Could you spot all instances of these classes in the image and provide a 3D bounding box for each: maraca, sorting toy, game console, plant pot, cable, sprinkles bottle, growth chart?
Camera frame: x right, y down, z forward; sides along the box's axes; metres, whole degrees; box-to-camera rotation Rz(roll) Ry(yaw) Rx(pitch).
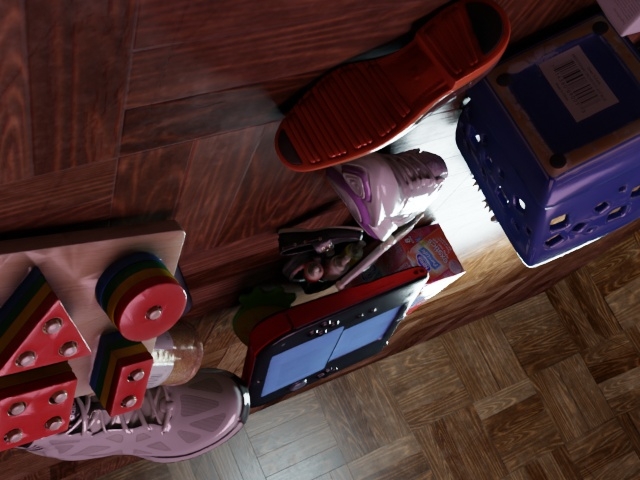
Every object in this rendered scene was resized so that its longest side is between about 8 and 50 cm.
[{"bbox_3d":[-0.103,0.146,1.444,0.127,0.099,0.185,-3,139,-11],"label":"maraca"},{"bbox_3d":[-0.283,0.116,0.888,0.257,0.089,0.255,-10,132,-42],"label":"sorting toy"},{"bbox_3d":[0.015,0.195,1.447,0.342,0.060,0.386,-16,156,-19],"label":"game console"},{"bbox_3d":[0.319,-0.138,0.976,0.236,0.236,0.212,-26,157,2],"label":"plant pot"},{"bbox_3d":[-0.007,0.073,1.392,0.139,0.072,0.287,-24,163,-17],"label":"cable"},{"bbox_3d":[-0.321,0.176,1.162,0.121,0.121,0.355,-31,163,17],"label":"sprinkles bottle"},{"bbox_3d":[0.114,0.011,1.345,0.172,0.021,0.237,-44,176,26],"label":"growth chart"}]

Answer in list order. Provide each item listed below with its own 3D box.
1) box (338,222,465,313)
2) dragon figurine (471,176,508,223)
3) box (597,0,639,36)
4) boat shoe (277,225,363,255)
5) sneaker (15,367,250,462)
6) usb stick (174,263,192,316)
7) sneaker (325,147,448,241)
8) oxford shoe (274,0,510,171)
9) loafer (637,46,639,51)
[{"bbox_3d":[0.163,0.082,1.590,0.128,0.122,0.257,-15,160,-35],"label":"box"},{"bbox_3d":[0.373,-0.118,1.354,0.144,0.085,0.289,-13,160,-38],"label":"dragon figurine"},{"bbox_3d":[0.338,-0.280,0.771,0.101,0.102,0.087,-20,165,-25],"label":"box"},{"bbox_3d":[0.000,0.000,1.156,0.133,0.042,0.049,-5,166,10],"label":"boat shoe"},{"bbox_3d":[-0.364,0.320,1.345,0.448,0.169,0.257,-11,164,11],"label":"sneaker"},{"bbox_3d":[-0.232,0.067,1.091,0.077,0.045,0.278,-26,164,-12],"label":"usb stick"},{"bbox_3d":[0.096,-0.088,1.031,0.152,0.114,0.305,-35,171,4],"label":"sneaker"},{"bbox_3d":[0.079,-0.149,0.811,0.271,0.096,0.098,-28,169,7],"label":"oxford shoe"},{"bbox_3d":[0.476,-0.228,1.151,0.087,0.094,0.251,-23,164,-23],"label":"loafer"}]
